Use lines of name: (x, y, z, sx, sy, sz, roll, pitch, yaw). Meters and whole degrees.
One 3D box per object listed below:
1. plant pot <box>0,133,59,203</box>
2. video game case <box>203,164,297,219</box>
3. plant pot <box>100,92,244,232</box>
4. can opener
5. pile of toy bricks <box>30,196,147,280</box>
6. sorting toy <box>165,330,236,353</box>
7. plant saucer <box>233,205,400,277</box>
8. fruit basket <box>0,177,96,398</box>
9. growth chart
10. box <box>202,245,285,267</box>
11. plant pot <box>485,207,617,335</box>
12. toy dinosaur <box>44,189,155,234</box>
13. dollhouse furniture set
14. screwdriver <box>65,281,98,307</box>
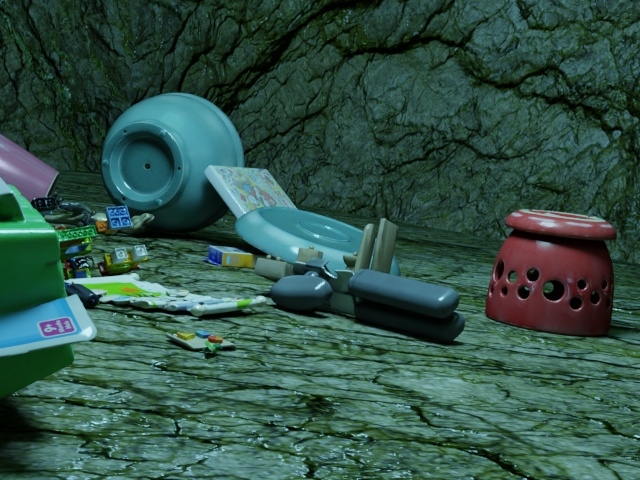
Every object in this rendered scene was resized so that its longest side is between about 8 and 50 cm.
plant pot: (-0.560, -0.093, 2.003, 0.180, 0.201, 0.201, 23, 3, -9)
video game case: (-0.105, -0.057, 2.288, 0.227, 0.026, 0.206, 52, 24, 19)
plant pot: (-0.320, -0.152, 2.326, 0.293, 0.293, 0.196, 8, 7, 13)
can opener: (0.054, 0.088, 1.553, 0.283, 0.076, 0.095, 12, 38, 41)
pile of toy bricks: (-0.362, 0.011, 1.626, 0.212, 0.118, 0.105, -7, -19, -35)
sorting toy: (-0.123, 0.110, 1.260, 0.062, 0.012, 0.083, 4, 6, -36)
plant saucer: (0.000, 0.000, 2.101, 0.317, 0.044, 0.317, 16, 12, -4)
fruit basket: (-0.376, 0.038, 0.866, 0.353, 0.166, 0.327, -3, 15, -24)
growth chart: (-0.213, 0.072, 1.519, 0.237, 0.021, 0.172, 9, 7, 26)
box: (-0.136, 0.030, 2.039, 0.136, 0.028, 0.081, 7, 5, -24)
plant pot: (0.354, 0.045, 1.770, 0.191, 0.174, 0.191, 5, 7, -1)
toy dinosaur: (-0.460, -0.047, 2.234, 0.268, 0.064, 0.118, 9, -11, 7)
dollhouse furniture set: (0.011, 0.014, 1.726, 0.151, 0.123, 0.144, 9, -8, 27)
screwdriver: (-0.332, 0.053, 1.465, 0.170, 0.024, 0.025, 21, -16, 42)
